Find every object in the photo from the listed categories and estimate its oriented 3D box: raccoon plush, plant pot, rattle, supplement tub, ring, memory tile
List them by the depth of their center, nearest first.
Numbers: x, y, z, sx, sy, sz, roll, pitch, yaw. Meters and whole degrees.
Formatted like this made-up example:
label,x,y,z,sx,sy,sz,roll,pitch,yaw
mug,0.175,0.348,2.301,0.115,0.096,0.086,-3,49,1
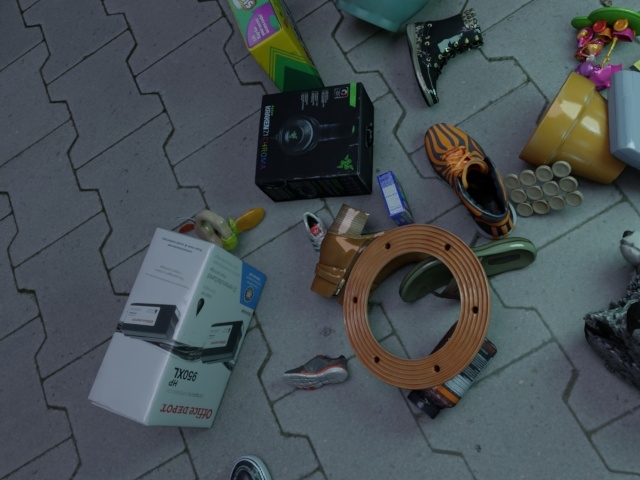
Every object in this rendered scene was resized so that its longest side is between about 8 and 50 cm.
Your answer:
label,x,y,z,sx,sy,sz,roll,pitch,yaw
raccoon plush,0.707,0.172,1.166,0.299,0.216,0.446,-40,93,-11
ring,0.192,0.134,1.286,0.336,0.032,0.337,-10,73,36
supplement tub,0.265,0.269,1.292,0.106,0.106,0.198,39,89,26
plant pot,0.553,-0.218,1.311,0.187,0.205,0.205,32,85,11
memory tile,0.470,-0.107,1.325,0.148,0.113,0.012,-13,28,43
plant pot,0.148,-0.644,1.566,0.293,0.293,0.196,34,112,26
rattle,-0.266,-0.058,1.619,0.199,0.130,0.143,9,62,50

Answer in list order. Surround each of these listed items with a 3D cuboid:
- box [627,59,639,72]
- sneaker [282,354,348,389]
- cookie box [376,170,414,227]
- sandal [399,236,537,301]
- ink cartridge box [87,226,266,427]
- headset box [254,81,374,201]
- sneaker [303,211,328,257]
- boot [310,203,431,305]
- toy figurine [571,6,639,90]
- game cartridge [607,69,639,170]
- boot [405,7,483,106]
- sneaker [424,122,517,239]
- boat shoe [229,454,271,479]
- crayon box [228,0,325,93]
label,x,y,z,sx,sy,sz,roll,pitch,yaw
box,0.786,-0.403,1.352,0.232,0.058,0.087,-38,64,5
sneaker,-0.010,0.294,1.422,0.157,0.061,0.065,-10,42,16
cookie box,0.175,-0.095,1.455,0.040,0.092,0.107,-22,67,15
sandal,0.310,0.074,1.328,0.302,0.120,0.086,-18,57,13
ink cartridge box,-0.308,0.210,1.421,0.166,0.285,0.395,15,79,23
headset box,0.000,-0.238,1.545,0.282,0.131,0.247,-2,72,19
sneaker,0.000,0.000,1.495,0.057,0.075,0.161,-31,65,8
boot,0.128,0.066,1.414,0.283,0.109,0.220,22,94,4
toy figurine,0.620,-0.414,1.400,0.173,0.130,0.159,18,88,46
game cartridge,0.705,-0.213,1.236,0.294,0.060,0.196,9,77,-14
boot,0.312,-0.454,1.529,0.178,0.085,0.237,-14,68,13
sneaker,0.325,-0.162,1.372,0.124,0.180,0.321,-34,64,6
boat shoe,-0.168,0.616,1.335,0.108,0.102,0.302,-4,71,19
crayon box,-0.129,-0.551,1.595,0.106,0.313,0.363,-27,66,10
